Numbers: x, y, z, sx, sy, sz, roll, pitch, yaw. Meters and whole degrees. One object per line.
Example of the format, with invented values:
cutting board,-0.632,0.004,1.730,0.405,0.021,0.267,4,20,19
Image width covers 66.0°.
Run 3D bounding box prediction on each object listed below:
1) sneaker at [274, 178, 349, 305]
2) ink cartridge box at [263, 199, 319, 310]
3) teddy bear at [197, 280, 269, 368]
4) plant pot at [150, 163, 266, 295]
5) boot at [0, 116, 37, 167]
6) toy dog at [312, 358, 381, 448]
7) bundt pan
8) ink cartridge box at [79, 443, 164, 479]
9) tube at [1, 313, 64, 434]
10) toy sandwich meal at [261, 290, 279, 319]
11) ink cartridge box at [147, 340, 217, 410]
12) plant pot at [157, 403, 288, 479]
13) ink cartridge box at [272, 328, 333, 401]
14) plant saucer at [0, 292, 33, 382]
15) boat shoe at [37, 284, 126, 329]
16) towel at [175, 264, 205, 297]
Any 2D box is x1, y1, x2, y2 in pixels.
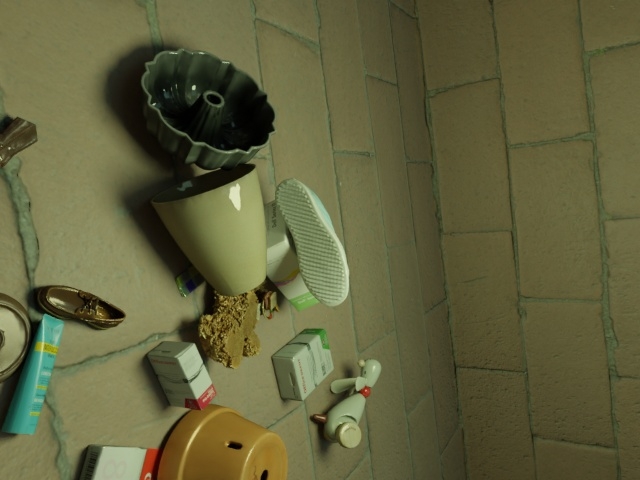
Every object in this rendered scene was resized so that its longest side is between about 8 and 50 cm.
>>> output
sneaker,0.000,0.000,1.367,0.150,0.135,0.366,3,66,-69
ink cartridge box,-0.106,0.020,1.465,0.353,0.119,0.207,54,19,-40
teddy bear,-0.228,0.199,1.343,0.338,0.113,0.245,-75,151,-41
plant pot,-0.234,-0.013,1.194,0.256,0.256,0.274,-43,122,-51
boot,-0.573,-0.197,0.883,0.114,0.037,0.107,-60,148,-37
toy dog,0.084,0.556,1.731,0.160,0.220,0.334,36,41,-12
bundt pan,-0.278,-0.301,1.191,0.330,0.124,0.331,18,50,-23
ink cartridge box,-0.406,0.538,1.045,0.232,0.066,0.189,32,59,-47
tube,-0.520,0.243,0.903,0.080,0.052,0.207,111,-13,-69
toy sandwich meal,-0.139,0.182,1.389,0.085,0.029,0.086,-3,90,-70
ink cartridge box,-0.323,0.313,1.151,0.063,0.109,0.151,-42,121,-51
plant pot,-0.214,0.558,1.193,0.290,0.203,0.291,9,80,-62
ink cartridge box,-0.053,0.396,1.592,0.208,0.086,0.153,-28,110,-57
plant saucer,-0.573,0.171,0.847,0.168,0.029,0.169,12,76,-58
boat shoe,-0.468,0.129,0.981,0.178,0.060,0.064,40,43,-49
towel,-0.331,0.100,1.258,0.083,0.009,0.060,-43,122,-52
